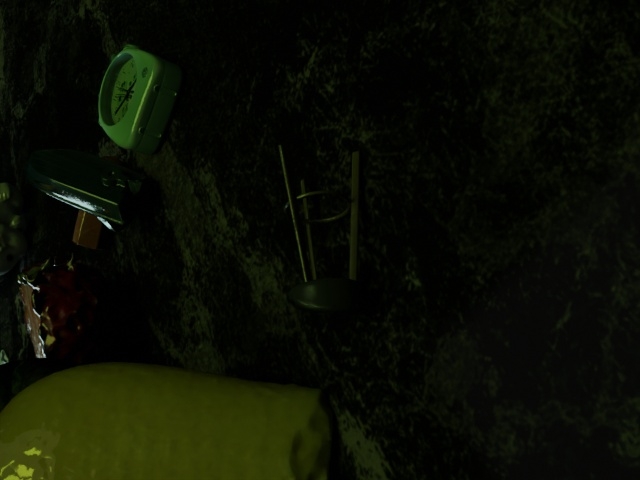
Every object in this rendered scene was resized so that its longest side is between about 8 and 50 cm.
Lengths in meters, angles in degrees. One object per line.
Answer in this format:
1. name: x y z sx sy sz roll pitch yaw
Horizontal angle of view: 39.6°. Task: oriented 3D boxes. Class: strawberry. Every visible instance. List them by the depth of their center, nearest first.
1. strawberry: -0.384 0.157 1.417 0.280 0.150 0.253 70 155 15

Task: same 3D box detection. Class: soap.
1. soap: -0.200 0.295 1.038 0.115 0.427 0.306 82 -167 -69

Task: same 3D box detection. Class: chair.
1. chair: 0.000 -0.001 1.055 0.095 0.104 0.222 118 150 -57

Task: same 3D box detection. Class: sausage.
1. sausage: -0.378 -0.072 1.532 0.065 0.065 0.169 19 95 50

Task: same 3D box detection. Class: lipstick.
1. lipstick: -0.536 0.053 1.711 0.176 0.027 0.027 -14 70 49

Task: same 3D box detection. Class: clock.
1. clock: -0.316 -0.250 1.497 0.211 0.066 0.159 40 111 47

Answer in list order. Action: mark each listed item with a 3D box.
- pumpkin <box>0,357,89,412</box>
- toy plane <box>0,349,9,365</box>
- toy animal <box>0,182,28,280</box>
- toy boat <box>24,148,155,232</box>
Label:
1. pumpkin: -0.383 0.317 1.240 0.323 0.323 0.241 -64 19 16
2. toy plane: -0.625 0.307 1.721 0.160 0.082 0.234 54 136 30
3. toy animal: -0.679 -0.014 1.814 0.178 0.127 0.193 -21 66 47
4. toy boat: -0.388 -0.092 1.457 0.246 0.093 0.103 20 138 20
